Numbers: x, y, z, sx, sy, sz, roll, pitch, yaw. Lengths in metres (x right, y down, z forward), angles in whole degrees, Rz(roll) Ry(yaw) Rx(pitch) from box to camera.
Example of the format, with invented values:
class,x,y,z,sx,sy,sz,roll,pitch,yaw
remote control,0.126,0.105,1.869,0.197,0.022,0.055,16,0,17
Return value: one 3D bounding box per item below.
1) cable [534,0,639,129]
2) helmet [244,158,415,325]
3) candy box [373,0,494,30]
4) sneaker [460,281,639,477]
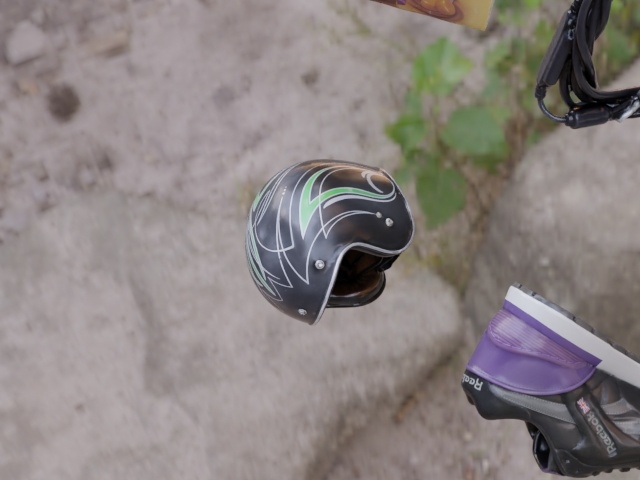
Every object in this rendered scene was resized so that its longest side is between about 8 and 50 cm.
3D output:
class,x,y,z,sx,sy,sz,roll,pitch,yaw
cable,0.243,-0.151,1.327,0.151,0.184,0.047,3,44,-19
helmet,0.000,0.000,1.901,0.162,0.169,0.169,-12,55,-23
candy box,0.075,-0.225,1.154,0.109,0.053,0.186,16,54,5
sneaker,0.242,0.156,1.565,0.283,0.107,0.124,32,91,-15
